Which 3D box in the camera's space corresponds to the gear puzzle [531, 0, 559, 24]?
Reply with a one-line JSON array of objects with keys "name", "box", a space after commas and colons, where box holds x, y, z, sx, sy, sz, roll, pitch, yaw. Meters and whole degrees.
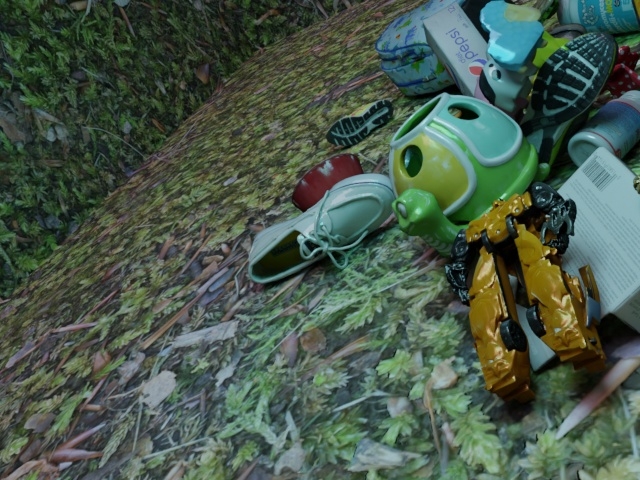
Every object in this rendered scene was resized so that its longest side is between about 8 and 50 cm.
[{"name": "gear puzzle", "box": [0.561, -0.572, 1.647, 0.175, 0.044, 0.339, -63, 2, -39]}]

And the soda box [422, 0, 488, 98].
[{"name": "soda box", "box": [0.354, -0.426, 1.573, 0.098, 0.091, 0.286, -30, 66, 5]}]

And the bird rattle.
[{"name": "bird rattle", "box": [0.500, -0.323, 1.321, 0.253, 0.143, 0.207, -1, -19, -21]}]

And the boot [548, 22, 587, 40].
[{"name": "boot", "box": [0.508, -0.396, 1.544, 0.262, 0.091, 0.229, -19, 36, 40]}]

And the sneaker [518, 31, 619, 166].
[{"name": "sneaker", "box": [0.436, -0.246, 1.177, 0.121, 0.111, 0.300, -32, -23, -33]}]

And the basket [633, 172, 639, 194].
[{"name": "basket", "box": [0.596, -0.122, 0.850, 0.299, 0.213, 0.223, -39, -11, -41]}]

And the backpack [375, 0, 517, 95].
[{"name": "backpack", "box": [0.324, -0.544, 1.849, 0.290, 0.273, 0.355, -59, 13, -16]}]

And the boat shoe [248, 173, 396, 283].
[{"name": "boat shoe", "box": [-0.006, -0.006, 1.358, 0.367, 0.136, 0.156, -24, 26, 22]}]

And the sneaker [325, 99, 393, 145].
[{"name": "sneaker", "box": [0.108, -0.336, 1.895, 0.208, 0.082, 0.094, -27, 18, -4]}]

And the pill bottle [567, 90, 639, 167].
[{"name": "pill bottle", "box": [0.519, -0.194, 1.165, 0.160, 0.087, 0.087, -42, 27, -19]}]

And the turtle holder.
[{"name": "turtle holder", "box": [0.217, -0.104, 1.130, 0.320, 0.227, 0.243, -46, 13, -17]}]

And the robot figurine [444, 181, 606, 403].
[{"name": "robot figurine", "box": [0.271, 0.058, 0.887, 0.211, 0.085, 0.291, -35, 36, 33]}]

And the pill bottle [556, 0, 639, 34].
[{"name": "pill bottle", "box": [0.696, -0.563, 1.557, 0.146, 0.146, 0.264, -42, 27, -21]}]

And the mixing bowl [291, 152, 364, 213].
[{"name": "mixing bowl", "box": [0.037, -0.096, 1.469, 0.181, 0.181, 0.098, -33, 67, -2]}]

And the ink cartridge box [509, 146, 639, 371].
[{"name": "ink cartridge box", "box": [0.382, 0.028, 0.951, 0.261, 0.066, 0.296, -50, 18, 23]}]

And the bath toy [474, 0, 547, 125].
[{"name": "bath toy", "box": [0.330, -0.275, 1.240, 0.129, 0.348, 0.151, 34, 67, 21]}]

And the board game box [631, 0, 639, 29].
[{"name": "board game box", "box": [0.675, -0.485, 1.048, 0.356, 0.357, 0.356, -16, -4, 29]}]
